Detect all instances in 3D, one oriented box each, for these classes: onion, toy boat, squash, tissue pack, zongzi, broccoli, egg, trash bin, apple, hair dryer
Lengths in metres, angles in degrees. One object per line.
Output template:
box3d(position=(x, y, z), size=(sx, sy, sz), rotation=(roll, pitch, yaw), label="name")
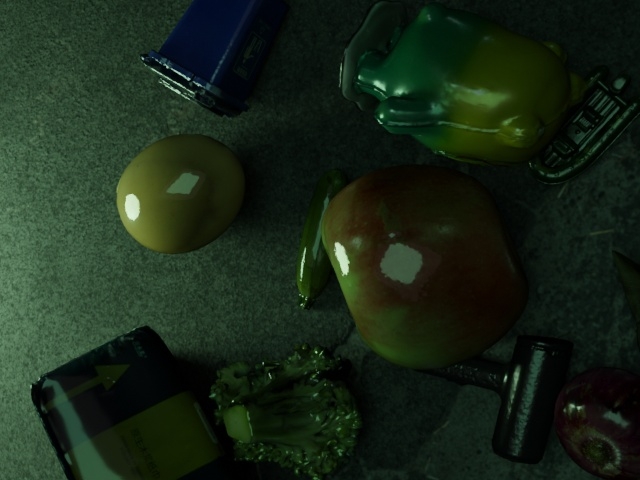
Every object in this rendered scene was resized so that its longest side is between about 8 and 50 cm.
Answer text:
box3d(position=(0.435, 0.272, 1.442), size=(0.177, 0.153, 0.177), rotation=(5, 115, 11), label="onion")
box3d(position=(0.407, -0.175, 1.510), size=(0.104, 0.052, 0.210), rotation=(46, 104, 14), label="toy boat")
box3d(position=(0.000, 0.000, 1.662), size=(0.066, 0.066, 0.252), rotation=(14, 95, 21), label="squash")
box3d(position=(-0.292, 0.383, 1.635), size=(0.253, 0.264, 0.417), rotation=(-28, 75, -16), label="tissue pack")
box3d(position=(0.556, 0.084, 1.431), size=(0.204, 0.094, 0.205), rotation=(-18, 74, 17), label="zongzi")
box3d(position=(-0.067, 0.270, 1.590), size=(0.263, 0.243, 0.247), rotation=(46, 111, 23), label="broccoli")
box3d(position=(-0.234, -0.085, 1.682), size=(0.244, 0.201, 0.201), rotation=(-26, 79, 42), label="egg")
box3d(position=(-0.180, -0.353, 1.697), size=(0.184, 0.162, 0.235), rotation=(32, 95, 19), label="trash bin")
box3d(position=(0.163, 0.034, 1.471), size=(0.277, 0.319, 0.319), rotation=(-22, 81, 2), label="apple")
box3d(position=(0.263, 0.226, 1.557), size=(0.251, 0.089, 0.197), rotation=(15, 97, 31), label="hair dryer")

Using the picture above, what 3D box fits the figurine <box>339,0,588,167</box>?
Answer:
box3d(position=(0.219, -0.243, 1.483), size=(0.340, 0.323, 0.231), rotation=(22, 136, 27), label="figurine")
